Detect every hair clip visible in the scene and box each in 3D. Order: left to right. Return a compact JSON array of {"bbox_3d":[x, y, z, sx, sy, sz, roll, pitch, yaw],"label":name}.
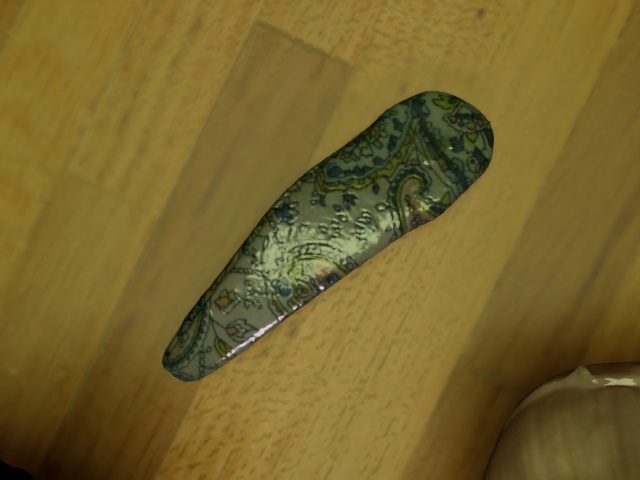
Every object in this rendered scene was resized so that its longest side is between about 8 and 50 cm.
[{"bbox_3d":[0.000,-0.001,0.519,0.229,0.036,0.066,-40,82,2],"label":"hair clip"}]

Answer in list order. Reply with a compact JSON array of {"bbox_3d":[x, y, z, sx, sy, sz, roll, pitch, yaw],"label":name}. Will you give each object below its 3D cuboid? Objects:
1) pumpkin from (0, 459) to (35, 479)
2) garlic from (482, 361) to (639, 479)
[{"bbox_3d":[-0.228,0.245,0.368,0.363,0.363,0.266,-39,89,2],"label":"pumpkin"},{"bbox_3d":[0.192,0.196,0.410,0.322,0.241,0.322,-2,78,10],"label":"garlic"}]
